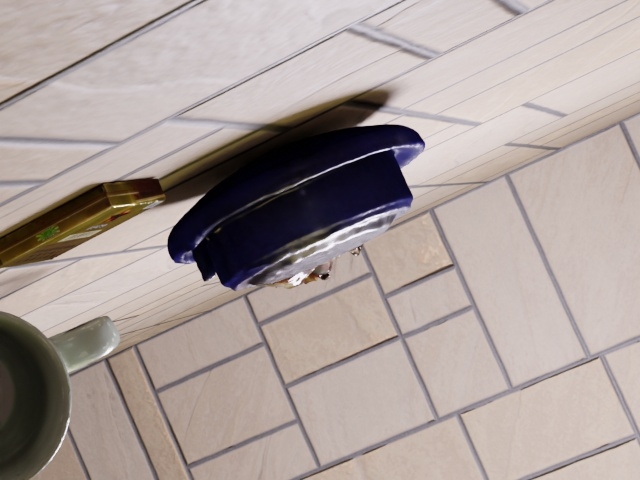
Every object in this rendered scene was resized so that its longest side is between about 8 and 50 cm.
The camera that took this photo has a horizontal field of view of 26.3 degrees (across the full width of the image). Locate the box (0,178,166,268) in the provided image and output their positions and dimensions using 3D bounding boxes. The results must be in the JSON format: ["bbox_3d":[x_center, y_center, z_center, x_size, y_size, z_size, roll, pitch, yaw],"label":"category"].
[{"bbox_3d":[-0.205,-0.014,1.147,0.133,0.023,0.090,-26,177,24],"label":"box"}]

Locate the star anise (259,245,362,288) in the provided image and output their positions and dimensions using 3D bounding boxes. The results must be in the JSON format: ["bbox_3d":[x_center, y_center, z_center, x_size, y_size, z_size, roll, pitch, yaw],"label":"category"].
[{"bbox_3d":[-0.001,0.001,2.016,0.288,0.088,0.288,-32,165,-10],"label":"star anise"}]

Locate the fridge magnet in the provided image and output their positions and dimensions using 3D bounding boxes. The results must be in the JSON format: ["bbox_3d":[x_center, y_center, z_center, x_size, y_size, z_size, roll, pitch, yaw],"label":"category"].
[{"bbox_3d":[-0.019,-0.033,1.305,0.266,0.112,0.265,-25,175,-3],"label":"fridge magnet"}]

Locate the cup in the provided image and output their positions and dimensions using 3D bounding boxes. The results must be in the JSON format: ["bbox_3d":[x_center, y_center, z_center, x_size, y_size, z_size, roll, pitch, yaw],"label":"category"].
[{"bbox_3d":[-0.339,0.151,1.459,0.258,0.186,0.234,-26,-176,-16],"label":"cup"}]
